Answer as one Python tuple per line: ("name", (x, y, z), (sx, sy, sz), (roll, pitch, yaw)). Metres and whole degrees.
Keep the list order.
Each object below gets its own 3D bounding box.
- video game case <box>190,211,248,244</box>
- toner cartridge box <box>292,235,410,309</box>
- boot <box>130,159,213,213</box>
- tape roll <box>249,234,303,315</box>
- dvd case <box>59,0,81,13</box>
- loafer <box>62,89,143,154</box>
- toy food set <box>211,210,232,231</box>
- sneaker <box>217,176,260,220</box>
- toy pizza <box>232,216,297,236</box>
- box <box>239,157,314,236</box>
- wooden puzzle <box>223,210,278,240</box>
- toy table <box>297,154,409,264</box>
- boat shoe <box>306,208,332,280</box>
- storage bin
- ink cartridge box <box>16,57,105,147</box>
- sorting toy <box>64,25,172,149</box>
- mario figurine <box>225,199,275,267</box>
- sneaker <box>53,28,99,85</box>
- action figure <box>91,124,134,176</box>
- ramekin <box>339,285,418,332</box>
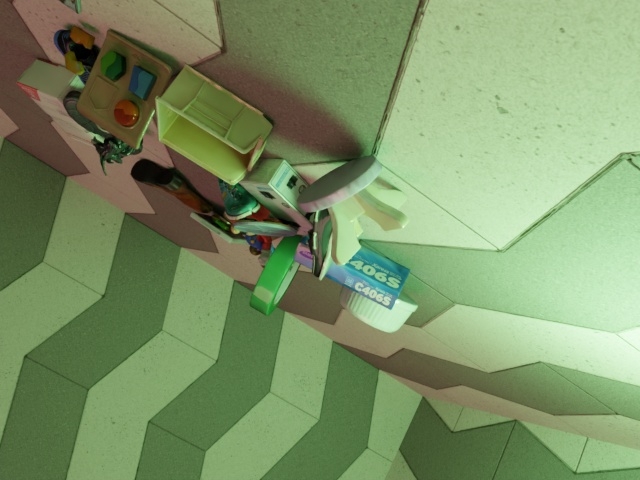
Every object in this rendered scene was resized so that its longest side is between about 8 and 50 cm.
("video game case", (-0.413, -0.047, 2.336), (0.206, 0.026, 0.227), (33, -175, 13))
("toner cartridge box", (0.103, 0.078, 1.787), (0.348, 0.165, 0.075), (27, 120, 8))
("boot", (-0.604, -0.217, 2.283), (0.264, 0.096, 0.280), (11, 164, 27))
("tape roll", (-0.144, 0.115, 2.028), (0.077, 0.321, 0.321), (27, 163, 5))
("dvd case", (-0.619, -0.591, 1.308), (0.119, 0.013, 0.087), (33, 163, -13))
("loafer", (-0.694, -0.392, 1.808), (0.109, 0.095, 0.302), (-11, 150, 26))
("toy food set", (-0.399, -0.069, 2.315), (0.132, 0.038, 0.192), (37, 177, -26))
("sneaker", (-0.270, -0.149, 1.735), (0.275, 0.107, 0.110), (49, 163, 52))
("toy pizza", (-0.170, -0.044, 1.724), (0.201, 0.032, 0.201), (6, 172, 1))
("box", (-0.093, -0.122, 1.669), (0.169, 0.087, 0.290), (12, 156, 46))
("wooden puzzle", (-0.252, -0.075, 2.150), (0.221, 0.044, 0.239), (34, 158, -13))
("toy table", (0.079, -0.082, 1.304), (0.161, 0.252, 0.274), (53, 165, -15))
("boat shoe", (0.008, -0.015, 1.616), (0.091, 0.114, 0.302), (20, 124, 6))
("storage bin", (-0.278, -0.283, 1.448), (0.260, 0.123, 0.262), (32, 162, -6))
("ink cartridge box", (-0.827, -0.448, 1.872), (0.207, 0.117, 0.283), (22, 161, 23))
("sorting toy", (-0.531, -0.396, 1.390), (0.307, 0.229, 0.041), (33, -164, 13))
("mario figurine", (-0.258, -0.021, 1.999), (0.198, 0.170, 0.320), (10, 146, 19))
("sneaker", (-0.627, -0.474, 1.538), (0.090, 0.081, 0.232), (25, 163, 38))
("action figure", (-0.552, -0.317, 1.531), (0.141, 0.275, 0.164), (29, 163, 0))
("ramekin", (0.187, 0.208, 1.928), (0.273, 0.127, 0.273), (29, -173, -4))
